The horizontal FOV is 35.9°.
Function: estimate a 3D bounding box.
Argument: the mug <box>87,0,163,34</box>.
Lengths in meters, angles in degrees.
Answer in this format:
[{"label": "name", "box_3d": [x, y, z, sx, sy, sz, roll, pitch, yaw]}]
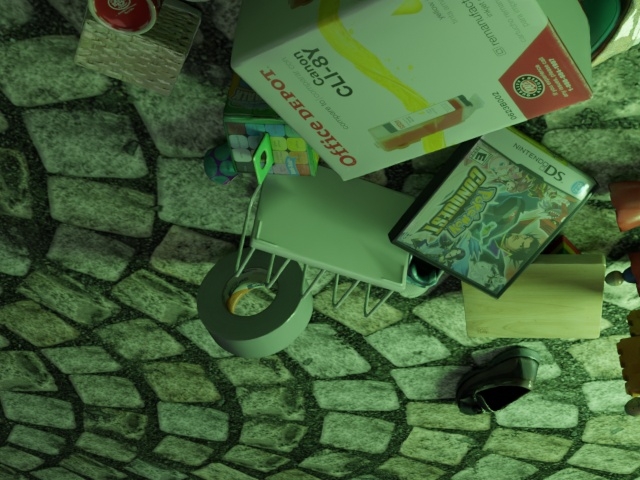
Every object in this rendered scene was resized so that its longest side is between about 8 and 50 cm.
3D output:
[{"label": "mug", "box_3d": [-0.241, -0.375, 1.303, 0.113, 0.169, 0.150, 17, 144, -12]}]

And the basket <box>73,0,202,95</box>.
[{"label": "basket", "box_3d": [-0.275, -0.302, 1.469, 0.167, 0.103, 0.113, 19, 142, -14]}]

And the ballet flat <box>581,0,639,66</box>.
[{"label": "ballet flat", "box_3d": [0.426, -0.330, 1.295, 0.106, 0.108, 0.316, 7, 147, -10]}]

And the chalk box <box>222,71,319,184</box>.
[{"label": "chalk box", "box_3d": [-0.067, -0.184, 1.497, 0.132, 0.213, 0.132, 3, 145, 7]}]

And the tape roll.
[{"label": "tape roll", "box_3d": [-0.127, 0.118, 1.929, 0.219, 0.219, 0.072, -3, 143, 16]}]

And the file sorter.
[{"label": "file sorter", "box_3d": [0.000, 0.000, 1.765, 0.277, 0.193, 0.173, 18, 147, -13]}]

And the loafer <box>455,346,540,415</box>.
[{"label": "loafer", "box_3d": [0.393, 0.343, 2.244, 0.109, 0.095, 0.302, 19, 143, -14]}]

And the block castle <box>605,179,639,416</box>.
[{"label": "block castle", "box_3d": [0.583, 0.141, 1.626, 0.212, 0.453, 0.303, -15, 140, 18]}]

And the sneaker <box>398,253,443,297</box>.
[{"label": "sneaker", "box_3d": [0.180, 0.040, 1.840, 0.110, 0.122, 0.283, 10, 145, -1]}]

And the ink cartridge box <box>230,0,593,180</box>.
[{"label": "ink cartridge box", "box_3d": [0.119, -0.259, 1.279, 0.384, 0.160, 0.279, -17, 139, 31]}]

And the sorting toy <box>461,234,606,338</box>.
[{"label": "sorting toy", "box_3d": [0.404, 0.083, 1.884, 0.257, 0.089, 0.255, 0, 144, 12]}]

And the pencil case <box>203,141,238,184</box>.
[{"label": "pencil case", "box_3d": [-0.124, -0.145, 1.687, 0.151, 0.064, 0.070, -18, 97, 32]}]

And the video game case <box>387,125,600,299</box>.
[{"label": "video game case", "box_3d": [0.292, -0.051, 1.668, 0.248, 0.035, 0.275, 27, 114, -25]}]
